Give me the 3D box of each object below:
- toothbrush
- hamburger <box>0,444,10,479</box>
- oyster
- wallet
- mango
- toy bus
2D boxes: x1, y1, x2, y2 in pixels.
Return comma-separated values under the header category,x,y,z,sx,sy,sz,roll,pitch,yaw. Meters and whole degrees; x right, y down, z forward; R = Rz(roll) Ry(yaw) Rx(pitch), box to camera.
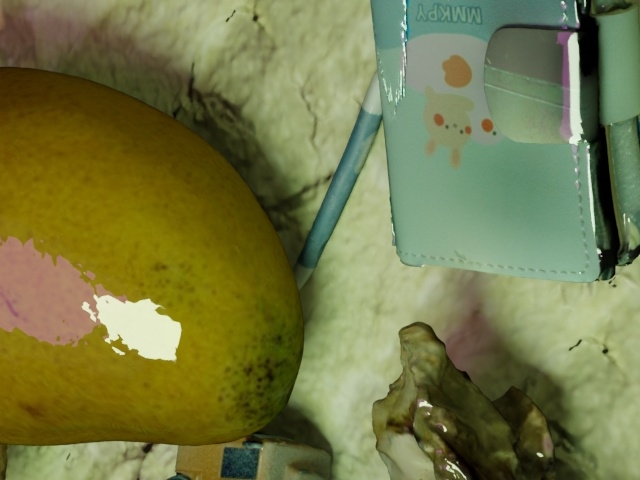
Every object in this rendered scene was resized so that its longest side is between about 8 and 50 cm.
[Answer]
category,x,y,z,sx,sy,sz,roll,pitch,yaw
toothbrush,0.000,0.000,1.210,0.025,0.019,0.275,35,124,16
hamburger,-0.369,0.133,1.359,0.158,0.319,0.318,-26,90,40
oyster,0.113,0.220,1.134,0.221,0.096,0.361,161,90,-74
wallet,0.104,-0.104,1.058,0.176,0.075,0.250,7,111,39
mango,-0.182,0.019,1.231,0.378,0.221,0.263,16,105,24
toy bus,-0.054,0.216,1.241,0.103,0.091,0.182,-1,76,36
